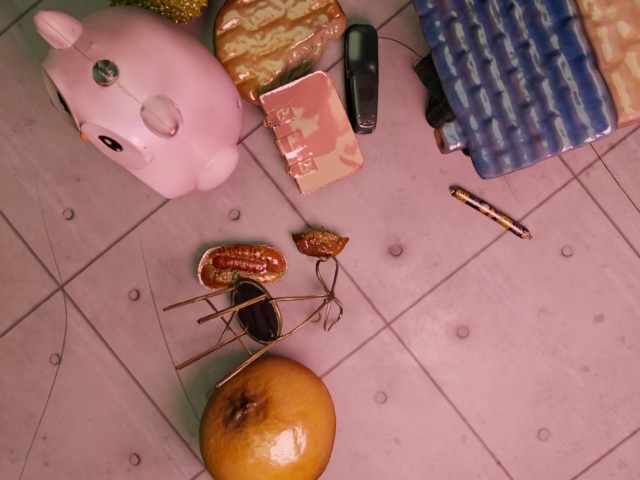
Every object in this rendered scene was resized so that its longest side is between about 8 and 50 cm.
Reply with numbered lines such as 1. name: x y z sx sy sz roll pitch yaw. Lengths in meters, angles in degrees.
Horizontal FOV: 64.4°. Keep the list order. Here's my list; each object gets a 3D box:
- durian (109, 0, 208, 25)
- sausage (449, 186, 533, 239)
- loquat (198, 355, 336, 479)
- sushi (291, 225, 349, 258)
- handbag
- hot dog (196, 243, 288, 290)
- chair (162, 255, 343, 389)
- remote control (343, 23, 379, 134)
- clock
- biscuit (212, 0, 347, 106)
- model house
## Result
1. durian: -0.323 -0.509 0.978 0.237 0.176 0.200 29 47 13
2. sausage: 0.354 -0.057 1.054 0.198 0.025 0.028 33 89 1
3. loquat: -0.098 0.351 0.962 0.263 0.263 0.263 0 91 1
4. sushi: 0.000 0.002 1.045 0.118 0.061 0.060 -2 116 -4
5. handbag: -0.019 -0.213 1.013 0.157 0.059 0.212 -26 104 -5
6. hot dog: -0.161 0.056 1.054 0.192 0.053 0.099 -2 99 3
7. chair: -0.119 0.143 0.994 0.170 0.326 0.159 6 113 43
8. remote control: 0.086 -0.330 1.042 0.072 0.042 0.222 -3 93 -14
9. clock: -0.297 -0.253 0.893 0.368 0.377 0.250 41 87 -4
10. biscuit: -0.095 -0.421 1.025 0.274 0.091 0.213 -38 93 3
11. model house: 0.328 -0.318 0.840 0.400 0.445 0.395 -23 92 2
